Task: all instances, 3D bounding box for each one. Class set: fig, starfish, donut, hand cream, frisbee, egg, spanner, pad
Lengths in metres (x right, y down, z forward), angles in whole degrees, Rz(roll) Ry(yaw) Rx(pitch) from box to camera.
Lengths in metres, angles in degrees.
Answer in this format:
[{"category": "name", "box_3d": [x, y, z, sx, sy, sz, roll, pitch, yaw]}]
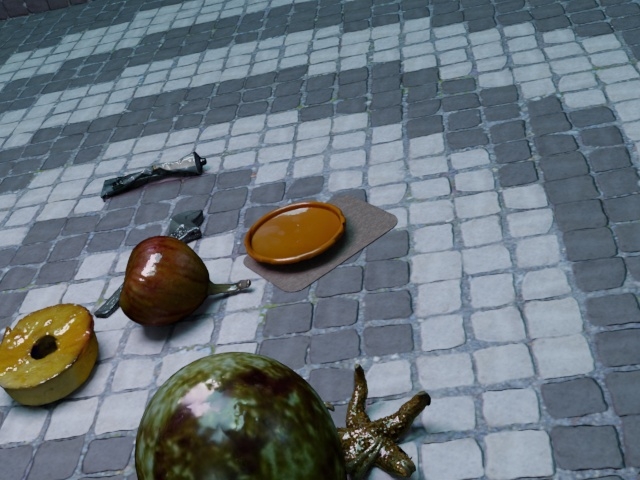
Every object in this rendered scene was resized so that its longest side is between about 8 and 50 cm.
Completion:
[{"category": "fig", "box_3d": [-0.258, 0.069, 1.495, 0.202, 0.148, 0.149, 3, 44, -52]}, {"category": "starfish", "box_3d": [0.075, 0.248, 1.141, 0.146, 0.074, 0.190, -34, 37, -23]}, {"category": "donut", "box_3d": [-0.447, 0.194, 1.441, 0.174, 0.074, 0.190, -15, 38, -1]}, {"category": "hand cream", "box_3d": [-0.369, -0.142, 1.933, 0.248, 0.052, 0.075, -17, 10, 9]}, {"category": "frisbee", "box_3d": [-0.044, -0.008, 1.593, 0.192, 0.035, 0.192, -11, 33, 7]}, {"category": "egg", "box_3d": [-0.086, 0.270, 1.019, 0.238, 0.238, 0.289, -29, 69, -19]}, {"category": "spanner", "box_3d": [-0.319, 0.036, 1.659, 0.093, 0.026, 0.325, 8, 41, 33]}, {"category": "pad", "box_3d": [0.000, 0.000, 1.599, 0.266, 0.002, 0.176, -33, 37, -24]}]
